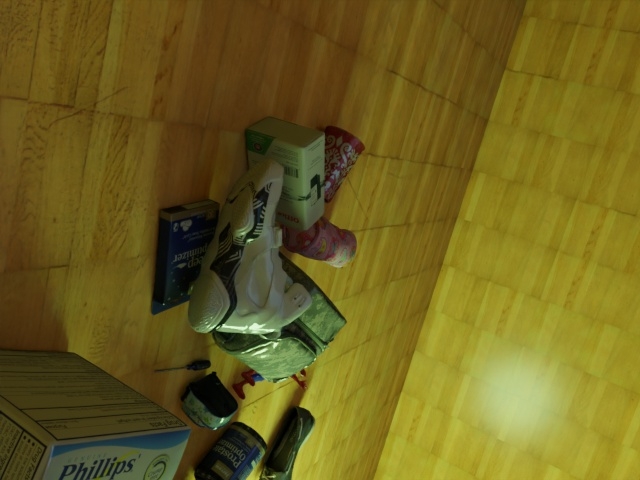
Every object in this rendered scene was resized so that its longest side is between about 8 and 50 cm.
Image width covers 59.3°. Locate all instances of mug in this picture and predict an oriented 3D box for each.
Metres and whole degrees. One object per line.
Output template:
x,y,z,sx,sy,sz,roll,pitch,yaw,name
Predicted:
0.031,-0.183,1.439,0.169,0.113,0.150,-61,151,-7,mug

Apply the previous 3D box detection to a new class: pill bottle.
-0.248,0.595,1.465,0.219,0.123,0.122,-48,147,-37,pill bottle

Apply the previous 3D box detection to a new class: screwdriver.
-0.307,0.285,1.250,0.025,0.024,0.170,-47,154,23,screwdriver

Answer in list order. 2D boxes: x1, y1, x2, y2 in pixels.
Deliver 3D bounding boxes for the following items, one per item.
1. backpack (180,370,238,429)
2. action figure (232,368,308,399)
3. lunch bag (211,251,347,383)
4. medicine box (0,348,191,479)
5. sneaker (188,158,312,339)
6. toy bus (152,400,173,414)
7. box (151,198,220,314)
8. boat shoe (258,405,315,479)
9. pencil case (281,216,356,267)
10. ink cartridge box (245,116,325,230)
-0.255,0.381,1.305,0.084,0.114,0.105,-57,161,24,backpack
-0.103,0.378,1.566,0.091,0.139,0.280,-53,165,29,action figure
-0.107,0.201,1.368,0.256,0.212,0.305,-47,149,-8,lunch bag
-0.384,0.271,0.783,0.263,0.289,0.149,30,82,-63,medicine box
-0.109,0.031,1.132,0.210,0.137,0.365,21,95,-29,sneaker
-0.368,0.435,1.144,0.191,0.104,0.202,-52,149,-29,toy bus
-0.268,0.037,1.119,0.136,0.036,0.225,-23,130,-56,box
-0.128,0.688,1.796,0.095,0.112,0.335,51,57,-41,boat shoe
0.000,0.000,1.508,0.284,0.124,0.124,23,88,-64,pencil case
-0.073,-0.144,1.221,0.087,0.153,0.208,-43,145,-43,ink cartridge box
